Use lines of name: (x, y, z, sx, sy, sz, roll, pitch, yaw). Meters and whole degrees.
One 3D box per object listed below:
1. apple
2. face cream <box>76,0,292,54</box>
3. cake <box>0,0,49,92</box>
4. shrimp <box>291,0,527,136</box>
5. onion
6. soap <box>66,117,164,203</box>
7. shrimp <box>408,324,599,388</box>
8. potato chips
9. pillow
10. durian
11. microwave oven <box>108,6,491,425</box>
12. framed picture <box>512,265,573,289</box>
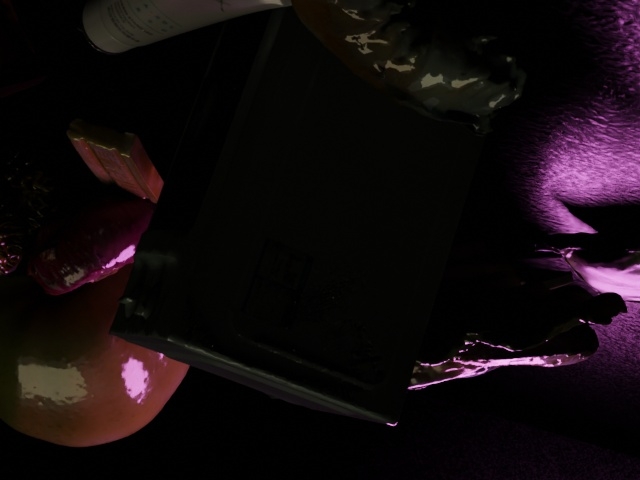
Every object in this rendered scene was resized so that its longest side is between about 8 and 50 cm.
apple: (-0.442, 0.142, 2.010, 0.474, 0.473, 0.473, 18, 168, 4)
face cream: (-0.115, -0.197, 0.875, 0.092, 0.058, 0.244, 45, 153, -25)
cake: (-0.375, -0.203, 1.029, 0.185, 0.178, 0.208, -12, -171, 41)
shrimp: (0.065, -0.171, 0.736, 0.185, 0.068, 0.287, 14, 158, 3)
onion: (-0.360, -0.018, 1.720, 0.230, 0.163, 0.230, -20, -173, 3)
soap: (-0.285, -0.110, 1.562, 0.092, 0.037, 0.252, 16, 168, 5)
shrimp: (0.203, 0.163, 1.596, 0.446, 0.110, 0.221, -4, -177, -21)
potato chips: (0.089, 0.060, 1.161, 0.389, 0.097, 0.373, -11, -158, -23)
pillow: (0.358, 0.026, 1.147, 0.169, 0.059, 0.255, 29, 166, -32)
durian: (-0.541, -0.070, 1.667, 0.258, 0.258, 0.293, 18, 163, 6)
microwave oven: (-0.019, -0.022, 0.926, 0.237, 0.295, 0.181, 24, 166, -24)
framed picture: (0.108, 0.073, 1.373, 0.335, 0.022, 0.247, -14, -171, -31)
